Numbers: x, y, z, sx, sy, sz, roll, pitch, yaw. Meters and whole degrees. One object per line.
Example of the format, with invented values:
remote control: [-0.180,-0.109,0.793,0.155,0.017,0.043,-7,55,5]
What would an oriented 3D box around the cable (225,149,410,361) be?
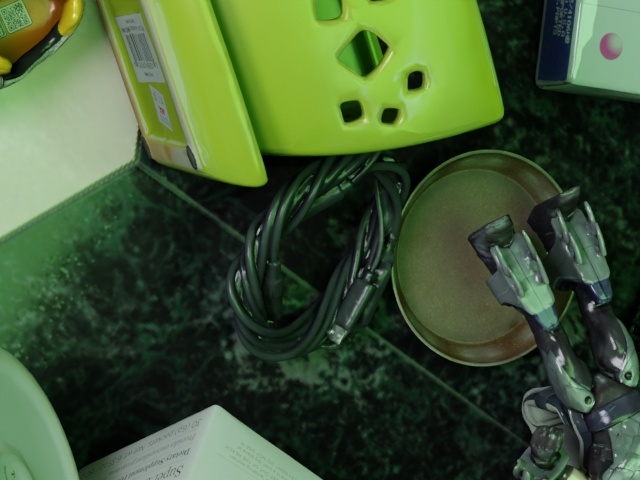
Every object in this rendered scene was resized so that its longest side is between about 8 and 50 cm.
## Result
cable: [0.000,0.000,1.449,0.150,0.047,0.184,10,108,-47]

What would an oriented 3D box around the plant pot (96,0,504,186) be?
plant pot: [-0.033,-0.159,1.365,0.207,0.228,0.227,-21,103,-14]

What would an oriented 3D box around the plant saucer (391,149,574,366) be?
plant saucer: [0.124,0.013,1.550,0.168,0.029,0.168,-1,93,-25]

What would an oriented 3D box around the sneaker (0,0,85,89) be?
sneaker: [-0.257,-0.123,1.330,0.225,0.092,0.088,-36,107,-18]

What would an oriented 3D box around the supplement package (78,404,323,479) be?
supplement package: [-0.099,0.292,1.322,0.175,0.177,0.293,38,49,-23]

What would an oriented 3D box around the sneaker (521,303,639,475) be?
sneaker: [0.246,0.089,1.580,0.163,0.086,0.226,2,90,-24]

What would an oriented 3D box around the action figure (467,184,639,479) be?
action figure: [0.208,0.107,1.481,0.185,0.099,0.285,-24,84,-20]

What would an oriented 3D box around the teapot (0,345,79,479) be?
teapot: [-0.267,0.188,1.218,0.187,0.256,0.252,-15,131,16]

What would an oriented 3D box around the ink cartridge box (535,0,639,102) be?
ink cartridge box: [0.344,-0.264,1.612,0.330,0.071,0.324,5,91,-24]
